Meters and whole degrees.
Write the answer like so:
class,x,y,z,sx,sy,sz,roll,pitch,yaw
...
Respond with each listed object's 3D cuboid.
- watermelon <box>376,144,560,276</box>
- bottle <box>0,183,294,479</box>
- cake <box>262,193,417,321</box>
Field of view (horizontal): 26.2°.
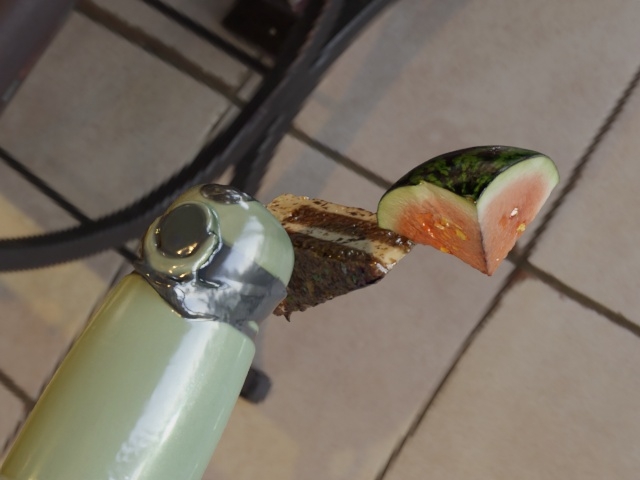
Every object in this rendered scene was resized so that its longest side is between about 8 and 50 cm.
class,x,y,z,sx,sy,sz,roll,pitch,yaw
watermelon,0.136,-0.048,1.384,0.145,0.193,0.137,26,109,29
bottle,-0.147,0.113,1.266,0.168,0.168,0.347,20,76,33
cake,0.002,-0.006,1.551,0.112,0.135,0.246,-39,7,-31
